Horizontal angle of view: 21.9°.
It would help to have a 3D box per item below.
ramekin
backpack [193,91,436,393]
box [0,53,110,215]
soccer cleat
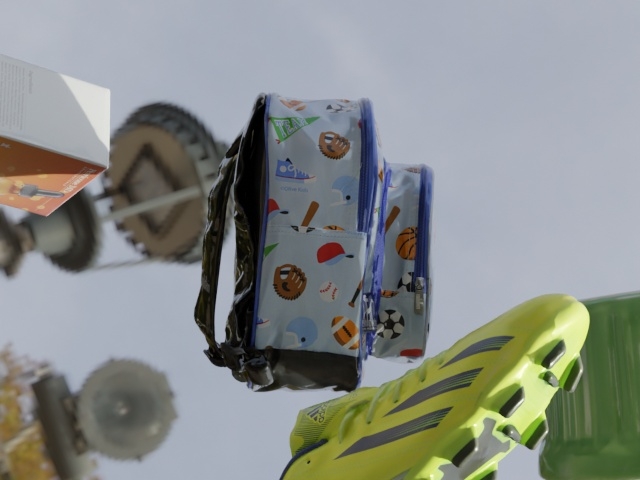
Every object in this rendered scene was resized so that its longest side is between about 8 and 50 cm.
[{"bbox_3d":[0.326,0.112,1.401,0.303,0.303,0.148,-11,-96,41],"label":"ramekin"},{"bbox_3d":[0.000,0.000,1.470,0.276,0.213,0.264,167,-80,-81],"label":"backpack"},{"bbox_3d":[-0.309,-0.106,1.609,0.130,0.170,0.091,-32,-129,46],"label":"box"},{"bbox_3d":[0.039,0.123,1.007,0.289,0.093,0.121,-46,-120,12],"label":"soccer cleat"}]
